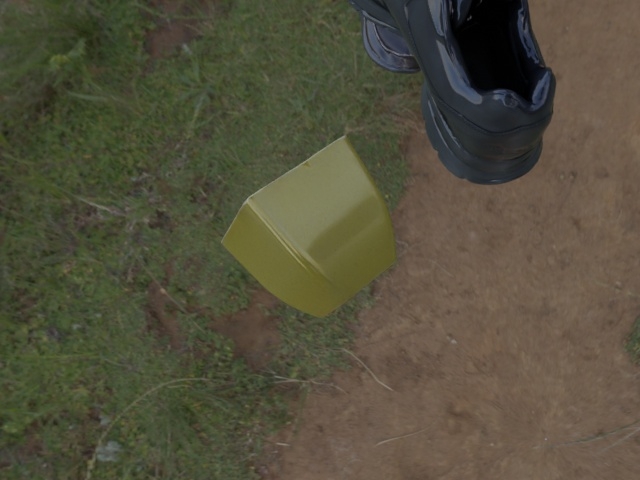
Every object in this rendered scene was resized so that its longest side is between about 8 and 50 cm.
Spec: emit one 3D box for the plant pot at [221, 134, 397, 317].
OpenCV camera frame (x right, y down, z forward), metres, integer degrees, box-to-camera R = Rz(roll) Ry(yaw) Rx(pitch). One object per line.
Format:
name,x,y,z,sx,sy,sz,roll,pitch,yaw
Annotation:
plant pot,0.000,0.000,0.426,0.081,0.081,0.083,-37,86,-27

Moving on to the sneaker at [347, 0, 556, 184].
sneaker,0.091,-0.186,0.490,0.109,0.130,0.286,-28,77,-5

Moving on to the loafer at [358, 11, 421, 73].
loafer,0.102,-0.341,1.009,0.080,0.078,0.220,-6,58,-21
